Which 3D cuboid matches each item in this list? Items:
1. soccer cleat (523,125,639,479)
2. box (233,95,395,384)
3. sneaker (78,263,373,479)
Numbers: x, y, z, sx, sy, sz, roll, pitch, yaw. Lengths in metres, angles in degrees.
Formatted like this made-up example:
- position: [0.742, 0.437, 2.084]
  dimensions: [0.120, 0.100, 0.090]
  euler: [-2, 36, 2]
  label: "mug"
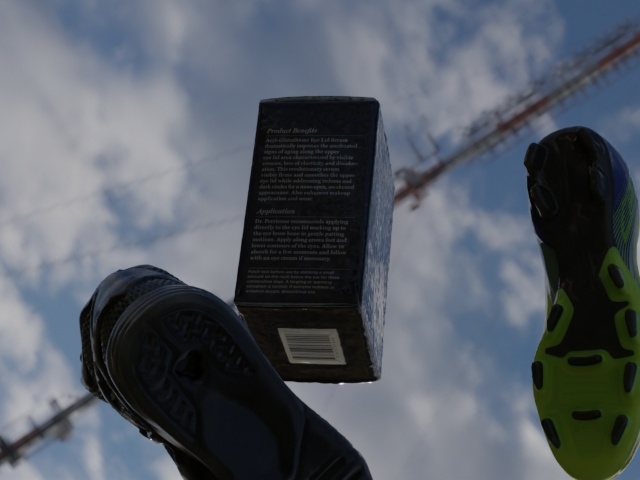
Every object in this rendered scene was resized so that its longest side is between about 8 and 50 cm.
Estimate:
- position: [0.213, 0.049, 1.191]
  dimensions: [0.093, 0.289, 0.121]
  euler: [-15, -31, 25]
  label: "soccer cleat"
- position: [0.000, 0.000, 1.370]
  dimensions: [0.108, 0.207, 0.153]
  euler: [0, -31, 9]
  label: "box"
- position: [-0.051, 0.098, 0.842]
  dimensions: [0.227, 0.087, 0.130]
  euler: [54, -10, -30]
  label: "sneaker"
